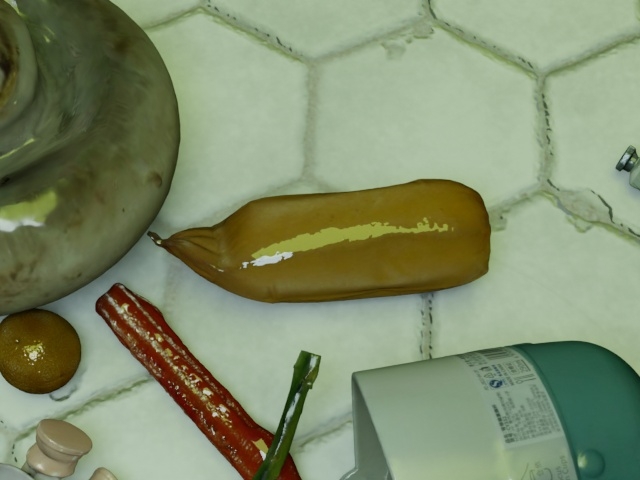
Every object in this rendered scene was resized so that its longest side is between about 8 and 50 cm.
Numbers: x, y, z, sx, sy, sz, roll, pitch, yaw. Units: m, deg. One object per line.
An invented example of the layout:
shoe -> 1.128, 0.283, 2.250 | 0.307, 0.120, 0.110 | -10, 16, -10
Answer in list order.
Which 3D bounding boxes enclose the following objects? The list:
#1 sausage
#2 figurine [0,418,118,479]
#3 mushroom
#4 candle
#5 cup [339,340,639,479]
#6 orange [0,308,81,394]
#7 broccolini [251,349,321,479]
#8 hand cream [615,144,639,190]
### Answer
sausage -> 0.000, 0.004, 1.086 | 0.328, 0.112, 0.112 | -5, 64, -5
figurine -> -0.288, 0.268, 0.923 | 0.276, 0.133, 0.200 | -39, 59, -25
mushroom -> -0.310, -0.112, 1.018 | 0.362, 0.295, 0.362 | 1, 62, -1
candle -> -0.094, 0.158, 1.032 | 0.051, 0.048, 0.329 | -43, 72, -5
cup -> 0.158, 0.215, 0.907 | 0.257, 0.219, 0.290 | -9, 32, -8
orange -> -0.262, 0.101, 1.036 | 0.085, 0.085, 0.085 | 1, 63, -3
broccolini -> -0.057, 0.215, 0.976 | 0.057, 0.071, 0.254 | 14, 78, 50
hand cream -> 0.397, -0.035, 1.169 | 0.194, 0.042, 0.067 | 34, 58, 7
